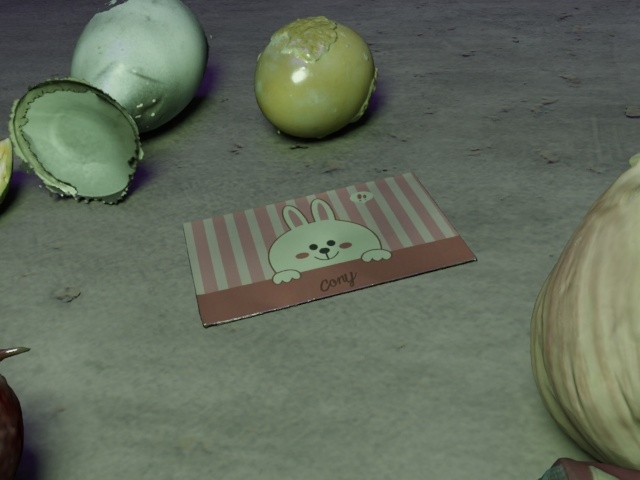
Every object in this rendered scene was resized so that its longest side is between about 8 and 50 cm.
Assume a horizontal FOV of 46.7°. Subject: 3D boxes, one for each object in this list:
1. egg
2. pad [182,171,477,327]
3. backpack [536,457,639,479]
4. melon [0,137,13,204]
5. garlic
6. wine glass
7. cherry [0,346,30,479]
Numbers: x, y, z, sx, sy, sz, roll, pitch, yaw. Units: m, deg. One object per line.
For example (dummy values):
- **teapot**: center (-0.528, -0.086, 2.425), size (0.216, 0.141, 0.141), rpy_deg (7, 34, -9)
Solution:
- **egg**: center (-0.006, -0.228, 1.031), size (0.164, 0.164, 0.201), rpy_deg (15, 36, 27)
- **pad**: center (0.000, 0.000, 0.846), size (0.300, 0.005, 0.202), rpy_deg (-13, 36, -8)
- **backpack**: center (0.227, 0.257, 0.299), size (0.284, 0.197, 0.317), rpy_deg (-2, 56, 10)
- **melon**: center (-0.463, -0.059, 0.954), size (0.160, 0.079, 0.128), rpy_deg (-18, 59, -15)
- **garlic**: center (0.298, 0.041, 0.496), size (0.318, 0.259, 0.317), rpy_deg (-32, -1, -1)
- **wine glass**: center (-0.279, -0.218, 1.046), size (0.191, 0.190, 0.357), rpy_deg (0, 39, 9)
- **cherry**: center (-0.346, 0.157, 0.516), size (0.230, 0.202, 0.300), rpy_deg (24, 46, 30)
